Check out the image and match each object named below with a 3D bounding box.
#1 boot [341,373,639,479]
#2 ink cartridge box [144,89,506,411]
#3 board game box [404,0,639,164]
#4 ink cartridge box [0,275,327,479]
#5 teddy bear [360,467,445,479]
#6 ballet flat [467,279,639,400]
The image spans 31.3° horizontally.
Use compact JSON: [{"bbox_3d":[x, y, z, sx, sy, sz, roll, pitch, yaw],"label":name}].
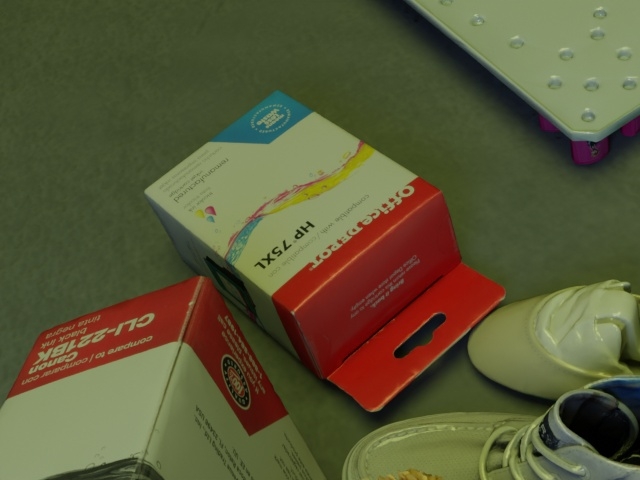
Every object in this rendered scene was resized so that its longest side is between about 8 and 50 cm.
[{"bbox_3d":[0.129,0.117,0.641,0.258,0.123,0.095,-1,52,15],"label":"boot"},{"bbox_3d":[0.000,0.000,0.791,0.134,0.078,0.231,-40,47,-17],"label":"ink cartridge box"},{"bbox_3d":[0.249,-0.272,0.969,0.390,0.050,0.390,-32,51,-11],"label":"board game box"},{"bbox_3d":[-0.081,0.180,0.541,0.114,0.197,0.273,-19,27,16],"label":"ink cartridge box"},{"bbox_3d":[0.106,0.208,0.430,0.245,0.113,0.338,5,31,-39],"label":"teddy bear"},{"bbox_3d":[0.208,0.061,0.693,0.248,0.086,0.086,8,55,21],"label":"ballet flat"}]
